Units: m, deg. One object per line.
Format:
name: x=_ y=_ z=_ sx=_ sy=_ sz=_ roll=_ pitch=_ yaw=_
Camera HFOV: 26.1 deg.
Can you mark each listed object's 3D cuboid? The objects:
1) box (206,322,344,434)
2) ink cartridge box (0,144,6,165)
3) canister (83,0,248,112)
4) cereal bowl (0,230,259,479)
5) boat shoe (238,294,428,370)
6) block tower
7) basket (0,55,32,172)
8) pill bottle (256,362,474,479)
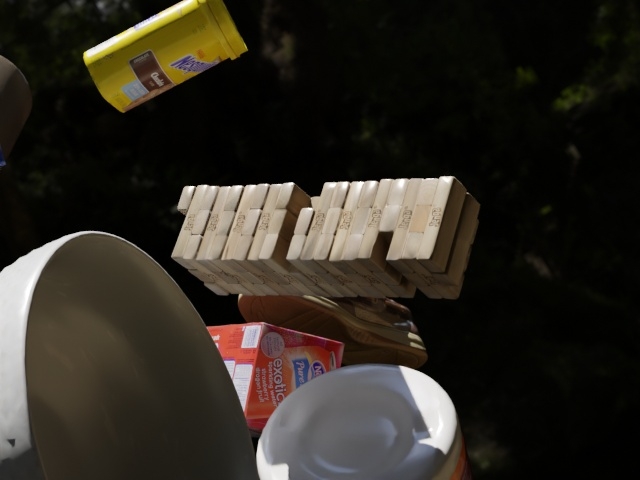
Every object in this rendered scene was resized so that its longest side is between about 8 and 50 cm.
box: x=-0.090 y=0.182 z=1.753 sx=0.122 sy=0.128 sz=0.257 roll=17 pitch=-14 yaw=-27
ink cartridge box: x=-0.385 y=-0.191 z=1.163 sx=0.185 sy=0.311 sz=0.065 roll=-10 pitch=-23 yaw=-19
canister: x=-0.179 y=-0.220 z=1.602 sx=0.170 sy=0.073 sz=0.126 roll=-27 pitch=-6 yaw=2
cereal bowl: x=-0.188 y=0.171 z=1.108 sx=0.141 sy=0.339 sz=0.339 roll=-22 pitch=7 yaw=20
boat shoe: x=0.018 y=0.096 z=2.015 sx=0.342 sy=0.123 sz=0.123 roll=21 pitch=-41 yaw=-35
block tower: x=0.000 y=0.000 z=1.399 sx=0.335 sy=0.091 sz=0.097 roll=1 pitch=63 yaw=37
basket: x=-0.492 y=-0.147 z=1.844 sx=0.227 sy=0.204 sz=0.154 roll=-67 pitch=-9 yaw=-51
pill bottle: x=0.081 y=0.348 z=1.568 sx=0.224 sy=0.392 sz=0.224 roll=-10 pitch=38 yaw=8
